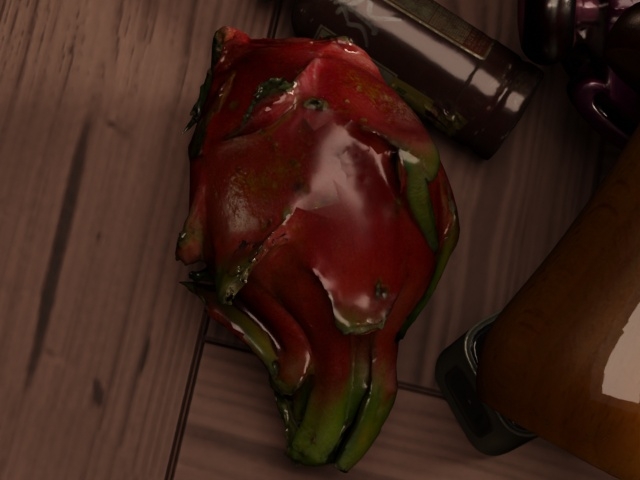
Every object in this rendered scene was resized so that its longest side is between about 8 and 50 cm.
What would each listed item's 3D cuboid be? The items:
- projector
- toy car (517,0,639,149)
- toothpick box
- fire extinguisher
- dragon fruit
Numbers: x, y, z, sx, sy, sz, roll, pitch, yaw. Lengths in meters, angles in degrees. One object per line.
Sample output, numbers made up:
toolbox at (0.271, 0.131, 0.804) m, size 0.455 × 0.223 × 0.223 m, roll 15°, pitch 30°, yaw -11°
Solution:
projector at (0.132, 0.088, 1.126) m, size 0.083 × 0.082 × 0.083 m, roll -27°, pitch 81°, yaw -16°
toy car at (0.267, -0.226, 1.182) m, size 0.271 × 0.240 × 0.341 m, roll 3°, pitch 101°, yaw 3°
toothpick box at (0.219, -0.005, 1.007) m, size 0.192 × 0.192 × 0.294 m, roll 27°, pitch 90°, yaw -1°
fire extinguisher at (0.041, -0.167, 1.183) m, size 0.252 × 0.075 × 0.106 m, roll 34°, pitch 92°, yaw 2°
dragon fruit at (-0.018, 0.000, 1.093) m, size 0.200 × 0.198 × 0.269 m, roll 21°, pitch 98°, yaw 32°
